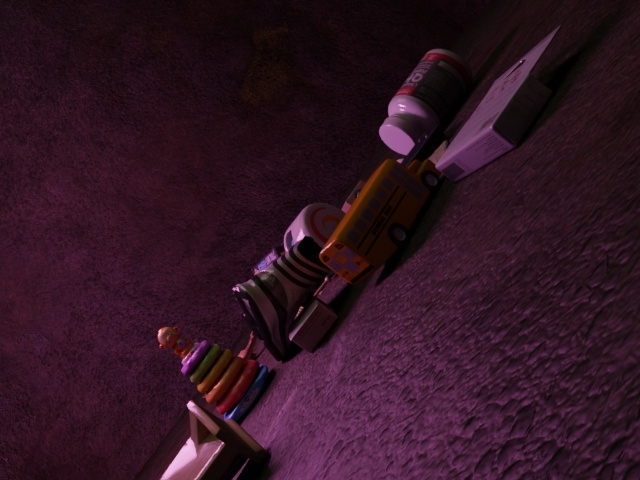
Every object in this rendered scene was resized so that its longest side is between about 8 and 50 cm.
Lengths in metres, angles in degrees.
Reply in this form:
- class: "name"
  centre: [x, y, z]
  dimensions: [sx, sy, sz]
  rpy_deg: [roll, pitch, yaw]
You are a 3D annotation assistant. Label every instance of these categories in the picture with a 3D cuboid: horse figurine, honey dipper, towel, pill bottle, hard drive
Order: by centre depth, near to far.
- class: "towel"
  centre: [0.281, -0.192, 1.748]
  dimensions: [0.110, 0.027, 0.148]
  rpy_deg: [-50, 5, 23]
- class: "hard drive"
  centre: [0.244, -0.195, 1.970]
  dimensions: [0.254, 0.054, 0.172]
  rpy_deg: [-53, 5, -3]
- class: "honey dipper"
  centre: [-0.019, 0.166, 2.050]
  dimensions: [0.160, 0.030, 0.030]
  rpy_deg: [-51, 3, -23]
- class: "pill bottle"
  centre: [0.316, -0.417, 2.186]
  dimensions: [0.318, 0.176, 0.176]
  rpy_deg: [-54, 5, -20]
- class: "horse figurine"
  centre: [-0.288, 0.438, 2.418]
  dimensions: [0.263, 0.066, 0.174]
  rpy_deg: [-52, -2, -20]

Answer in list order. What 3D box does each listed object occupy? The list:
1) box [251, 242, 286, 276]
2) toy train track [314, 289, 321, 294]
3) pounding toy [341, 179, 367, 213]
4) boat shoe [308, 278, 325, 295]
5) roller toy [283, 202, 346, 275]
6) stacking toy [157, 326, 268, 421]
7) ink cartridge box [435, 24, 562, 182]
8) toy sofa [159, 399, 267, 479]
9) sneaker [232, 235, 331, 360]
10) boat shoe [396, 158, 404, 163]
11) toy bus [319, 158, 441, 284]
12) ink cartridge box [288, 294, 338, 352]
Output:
- class: "box"
  centre: [-0.050, 0.033, 2.294]
  dimensions: [0.294, 0.073, 0.295]
  rpy_deg: [-25, -7, -24]
- class: "toy train track"
  centre: [0.000, 0.141, 2.108]
  dimensions: [0.083, 0.014, 0.048]
  rpy_deg: [-54, 5, -22]
- class: "pounding toy"
  centre: [0.132, -0.106, 2.292]
  dimensions: [0.130, 0.100, 0.141]
  rpy_deg: [-55, -6, -32]
- class: "boat shoe"
  centre: [-0.057, 0.137, 2.244]
  dimensions: [0.104, 0.110, 0.307]
  rpy_deg: [-29, -6, -43]
- class: "roller toy"
  centre: [0.000, 0.000, 2.063]
  dimensions: [0.146, 0.191, 0.209]
  rpy_deg: [-50, 6, 43]
- class: "stacking toy"
  centre: [-0.292, 0.320, 1.849]
  dimensions: [0.175, 0.302, 0.166]
  rpy_deg: [-53, 4, -9]
- class: "ink cartridge box"
  centre: [0.341, -0.242, 1.332]
  dimensions: [0.238, 0.060, 0.275]
  rpy_deg: [-53, 4, -14]
- class: "toy sofa"
  centre: [-0.248, 0.491, 1.284]
  dimensions: [0.362, 0.177, 0.150]
  rpy_deg: [-53, 29, -11]
- class: "sneaker"
  centre: [-0.062, 0.148, 1.807]
  dimensions: [0.258, 0.169, 0.447]
  rpy_deg: [-38, -16, -14]
- class: "boat shoe"
  centre: [0.228, -0.197, 2.163]
  dimensions: [0.063, 0.066, 0.184]
  rpy_deg: [-57, -3, -36]
- class: "toy bus"
  centre: [0.135, -0.057, 1.522]
  dimensions: [0.332, 0.130, 0.108]
  rpy_deg: [-56, 6, -36]
- class: "ink cartridge box"
  centre: [-0.018, 0.190, 1.617]
  dimensions: [0.104, 0.060, 0.180]
  rpy_deg: [-52, 4, 0]
